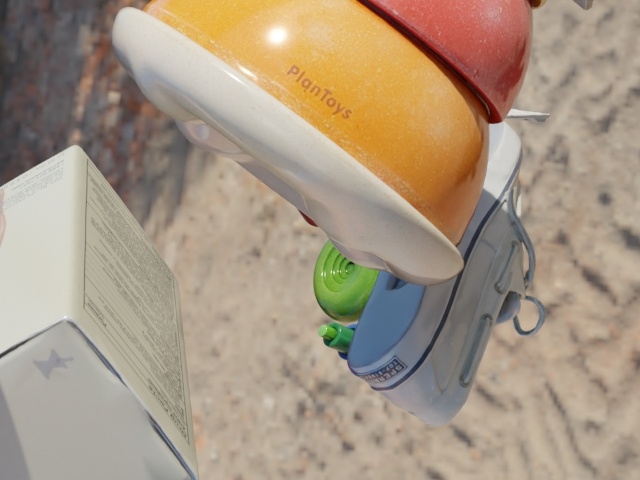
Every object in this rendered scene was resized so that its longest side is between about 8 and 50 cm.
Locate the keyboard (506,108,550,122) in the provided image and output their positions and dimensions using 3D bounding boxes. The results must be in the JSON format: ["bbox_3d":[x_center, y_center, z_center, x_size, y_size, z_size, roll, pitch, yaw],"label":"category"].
[{"bbox_3d":[0.163,-0.162,1.877,0.256,0.072,0.014,13,98,51],"label":"keyboard"}]

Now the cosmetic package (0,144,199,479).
[{"bbox_3d":[-0.181,0.069,1.066,0.153,0.129,0.296,57,-174,-23],"label":"cosmetic package"}]

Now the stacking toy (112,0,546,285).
[{"bbox_3d":[0.093,-0.233,1.276,0.480,0.351,0.350,-52,22,-2],"label":"stacking toy"}]

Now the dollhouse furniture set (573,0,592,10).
[{"bbox_3d":[0.326,-0.486,1.824,0.286,0.198,0.303,48,157,33],"label":"dollhouse furniture set"}]

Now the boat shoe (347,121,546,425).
[{"bbox_3d":[0.158,0.040,1.559,0.136,0.156,0.367,-28,26,40],"label":"boat shoe"}]

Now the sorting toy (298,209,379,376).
[{"bbox_3d":[0.000,0.000,1.806,0.127,0.126,0.365,-40,45,27],"label":"sorting toy"}]
